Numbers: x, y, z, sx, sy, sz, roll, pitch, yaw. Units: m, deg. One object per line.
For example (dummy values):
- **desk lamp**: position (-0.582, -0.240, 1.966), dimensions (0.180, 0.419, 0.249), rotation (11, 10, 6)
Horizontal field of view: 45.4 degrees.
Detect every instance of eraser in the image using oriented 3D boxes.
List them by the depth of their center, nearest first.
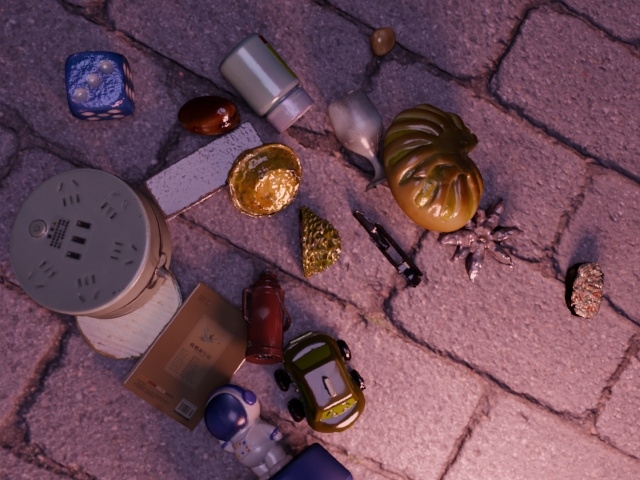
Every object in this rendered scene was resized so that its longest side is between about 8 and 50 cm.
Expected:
- **eraser**: position (-0.298, -0.159, 1.891), dimensions (0.352, 0.077, 0.111), rotation (-31, 90, -8)

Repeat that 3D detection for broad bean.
- **broad bean**: position (-0.275, -0.309, 1.871), dimensions (0.114, 0.165, 0.085), rotation (-43, 134, -32)

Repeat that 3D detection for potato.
- **potato**: position (0.162, -0.518, 1.981), dimensions (0.083, 0.068, 0.062), rotation (-33, 54, -22)

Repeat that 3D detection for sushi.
- **sushi**: position (0.700, 0.131, 2.035), dimensions (0.090, 0.078, 0.151), rotation (9, 88, -8)

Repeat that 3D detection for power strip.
- **power strip**: position (-0.514, 0.014, 1.760), dimensions (0.357, 0.161, 0.358), rotation (-1, 80, 7)

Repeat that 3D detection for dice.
- **dice**: position (-0.527, -0.369, 1.828), dimensions (0.146, 0.143, 0.147), rotation (-6, 90, -5)

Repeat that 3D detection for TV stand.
- **TV stand**: position (0.174, 0.016, 1.977), dimensions (0.042, 0.036, 0.249), rotation (-41, 94, -7)

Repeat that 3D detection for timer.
- **timer**: position (-0.138, 0.513, 1.830), dimensions (0.270, 0.270, 0.384), rotation (-40, 80, -8)

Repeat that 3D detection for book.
- **book**: position (-0.306, 0.285, 1.881), dimensions (0.217, 0.021, 0.310), rotation (39, 83, -18)

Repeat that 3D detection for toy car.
- **toy car**: position (0.009, 0.351, 1.859), dimensions (0.204, 0.198, 0.248), rotation (-25, 92, -9)

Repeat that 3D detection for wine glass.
- **wine glass**: position (0.113, -0.255, 1.933), dimensions (0.126, 0.126, 0.241), rotation (-28, 95, -9)

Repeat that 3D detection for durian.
- **durian**: position (0.003, 0.000, 1.910), dimensions (0.108, 0.119, 0.187), rotation (-4, 87, -5)

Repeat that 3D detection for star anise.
- **star anise**: position (0.410, -0.003, 1.986), dimensions (0.236, 0.093, 0.229), rotation (6, 87, -10)

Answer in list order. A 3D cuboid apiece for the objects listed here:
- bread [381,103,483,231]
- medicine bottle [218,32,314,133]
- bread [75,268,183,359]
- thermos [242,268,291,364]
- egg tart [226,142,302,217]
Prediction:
- **bread**: position (0.286, -0.187, 1.870), dimensions (0.332, 0.160, 0.333), rotation (21, 56, -36)
- **medicine bottle**: position (-0.133, -0.386, 1.890), dimensions (0.139, 0.139, 0.225), rotation (-41, 94, -8)
- **bread**: position (-0.467, 0.159, 1.871), dimensions (0.266, 0.040, 0.267), rotation (0, 88, -10)
- **thermos**: position (-0.138, 0.179, 1.876), dimensions (0.124, 0.099, 0.232), rotation (14, 62, -31)
- **egg tart**: position (-0.126, -0.138, 1.866), dimensions (0.212, 0.090, 0.213), rotation (-16, 129, -21)
